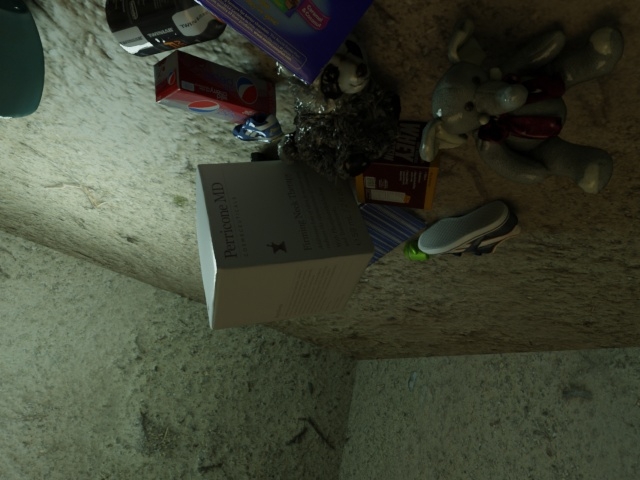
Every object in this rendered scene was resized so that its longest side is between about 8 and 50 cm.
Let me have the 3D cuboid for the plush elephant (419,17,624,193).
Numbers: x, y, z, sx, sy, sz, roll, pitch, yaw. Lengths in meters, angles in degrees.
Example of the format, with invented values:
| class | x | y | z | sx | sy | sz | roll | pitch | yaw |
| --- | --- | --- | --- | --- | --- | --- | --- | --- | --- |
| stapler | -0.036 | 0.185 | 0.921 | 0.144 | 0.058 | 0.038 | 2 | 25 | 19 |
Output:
| class | x | y | z | sx | sy | sz | roll | pitch | yaw |
| --- | --- | --- | --- | --- | --- | --- | --- | --- | --- |
| plush elephant | 0.315 | -0.240 | 0.834 | 0.255 | 0.272 | 0.330 | -1 | -167 | -37 |

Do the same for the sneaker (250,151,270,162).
| class | x | y | z | sx | sy | sz | roll | pitch | yaw |
| --- | --- | --- | --- | --- | --- | --- | --- | --- | --- |
| sneaker | -0.113 | -0.179 | 1.415 | 0.124 | 0.107 | 0.283 | -14 | 150 | 9 |

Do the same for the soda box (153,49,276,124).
| class | x | y | z | sx | sy | sz | roll | pitch | yaw |
| --- | --- | --- | --- | --- | --- | --- | --- | --- | --- |
| soda box | -0.218 | -0.317 | 1.022 | 0.092 | 0.083 | 0.263 | -10 | 172 | 40 |

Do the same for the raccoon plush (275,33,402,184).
| class | x | y | z | sx | sy | sz | roll | pitch | yaw |
| --- | --- | --- | --- | --- | --- | --- | --- | --- | --- |
| raccoon plush | -0.043 | -0.283 | 1.009 | 0.446 | 0.216 | 0.299 | -9 | 135 | 45 |

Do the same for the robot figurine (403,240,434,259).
| class | x | y | z | sx | sy | sz | roll | pitch | yaw |
| --- | --- | --- | --- | --- | --- | --- | --- | --- | --- |
| robot figurine | 0.343 | 0.036 | 1.665 | 0.115 | 0.067 | 0.101 | -1 | 165 | 28 |

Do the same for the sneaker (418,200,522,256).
| class | x | y | z | sx | sy | sz | roll | pitch | yaw |
| --- | --- | --- | --- | --- | --- | --- | --- | --- | --- |
| sneaker | 0.451 | -0.010 | 1.444 | 0.127 | 0.126 | 0.321 | 32 | 148 | -26 |

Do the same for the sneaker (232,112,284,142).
| class | x | y | z | sx | sy | sz | roll | pitch | yaw |
| --- | --- | --- | --- | --- | --- | --- | --- | --- | --- |
| sneaker | -0.143 | -0.255 | 1.057 | 0.144 | 0.053 | 0.059 | 10 | 133 | 36 |

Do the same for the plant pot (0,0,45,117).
| class | x | y | z | sx | sy | sz | roll | pitch | yaw |
| --- | --- | --- | --- | --- | --- | --- | --- | --- | --- |
| plant pot | -0.707 | -0.422 | 0.976 | 0.290 | 0.290 | 0.195 | 26 | 117 | -28 |

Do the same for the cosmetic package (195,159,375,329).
| class | x | y | z | sx | sy | sz | roll | pitch | yaw |
| --- | --- | --- | --- | --- | --- | --- | --- | --- | --- |
| cosmetic package | -0.120 | 0.008 | 1.295 | 0.394 | 0.329 | 0.327 | -6 | 147 | -19 |

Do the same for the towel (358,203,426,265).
| class | x | y | z | sx | sy | sz | roll | pitch | yaw |
| --- | --- | --- | --- | --- | --- | --- | --- | --- | --- |
| towel | 0.146 | -0.018 | 1.561 | 0.243 | 0.040 | 0.336 | 26 | 133 | -32 |

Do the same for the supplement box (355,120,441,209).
| class | x | y | z | sx | sy | sz | roll | pitch | yaw |
| --- | --- | --- | --- | --- | --- | --- | --- | --- | --- |
| supplement box | 0.193 | -0.186 | 1.177 | 0.194 | 0.129 | 0.191 | 7 | 155 | 11 |

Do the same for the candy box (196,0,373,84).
| class | x | y | z | sx | sy | sz | roll | pitch | yaw |
| --- | --- | --- | --- | --- | --- | --- | --- | --- | --- |
| candy box | -0.025 | -0.417 | 0.608 | 0.268 | 0.122 | 0.317 | 29 | 116 | -30 |

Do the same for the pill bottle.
| class | x | y | z | sx | sy | sz | roll | pitch | yaw |
| --- | --- | --- | --- | --- | --- | --- | --- | --- | --- |
| pill bottle | -0.261 | -0.425 | 0.872 | 0.246 | 0.130 | 0.130 | 0 | 153 | 27 |
